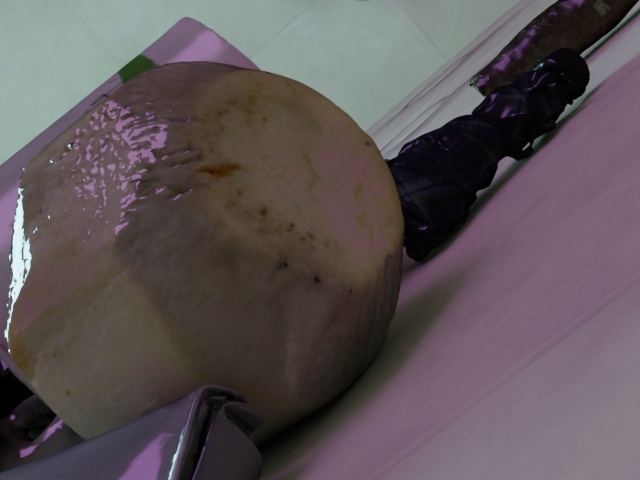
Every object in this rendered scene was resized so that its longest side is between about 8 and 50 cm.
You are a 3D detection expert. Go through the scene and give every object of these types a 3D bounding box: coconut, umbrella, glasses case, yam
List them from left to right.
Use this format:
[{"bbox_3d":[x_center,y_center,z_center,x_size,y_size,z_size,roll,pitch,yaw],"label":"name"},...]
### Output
[{"bbox_3d":[-0.156,0.174,0.780,0.308,0.083,0.128,-22,35,34],"label":"glasses case"},{"bbox_3d":[-0.076,0.019,0.855,0.241,0.241,0.241,-41,5,4],"label":"coconut"},{"bbox_3d":[0.113,-0.067,1.062,0.224,0.080,0.071,-40,-31,-28],"label":"umbrella"},{"bbox_3d":[0.237,-0.202,1.304,0.253,0.061,0.061,-42,5,-3],"label":"yam"}]

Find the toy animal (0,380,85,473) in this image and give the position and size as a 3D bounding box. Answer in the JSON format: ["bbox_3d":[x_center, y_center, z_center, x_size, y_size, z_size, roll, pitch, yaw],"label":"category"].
[{"bbox_3d":[-0.335,0.173,1.272,0.303,0.194,0.344,-38,35,-9],"label":"toy animal"}]

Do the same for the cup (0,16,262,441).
[{"bbox_3d":[-0.126,-0.004,1.068,0.274,0.253,0.253,-46,6,-7],"label":"cup"}]

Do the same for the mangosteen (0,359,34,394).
[{"bbox_3d":[-0.263,0.151,1.506,0.200,0.200,0.200,-41,5,4],"label":"mangosteen"}]
